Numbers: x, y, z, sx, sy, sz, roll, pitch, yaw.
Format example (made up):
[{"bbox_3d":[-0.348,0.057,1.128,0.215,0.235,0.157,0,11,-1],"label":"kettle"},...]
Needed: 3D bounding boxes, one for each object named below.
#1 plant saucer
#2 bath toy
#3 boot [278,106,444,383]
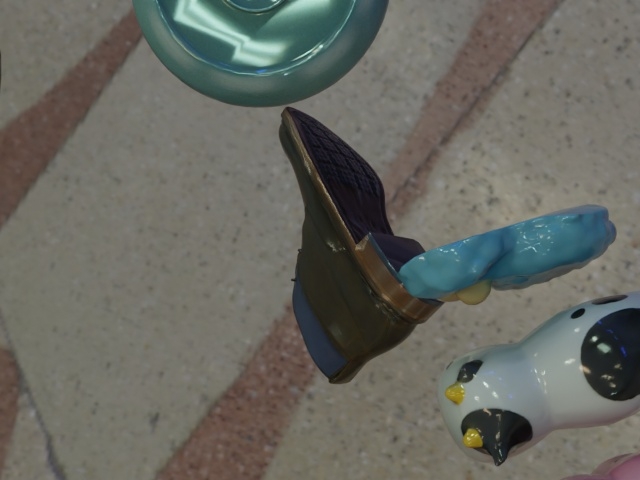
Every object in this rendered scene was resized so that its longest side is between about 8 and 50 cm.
[{"bbox_3d":[-0.074,-0.318,1.440,0.317,0.044,0.318,0,91,4],"label":"plant saucer"},{"bbox_3d":[0.167,0.153,0.719,0.151,0.129,0.348,-31,79,33],"label":"bath toy"},{"bbox_3d":[0.000,0.000,0.900,0.106,0.082,0.219,-50,48,24],"label":"boot"}]
